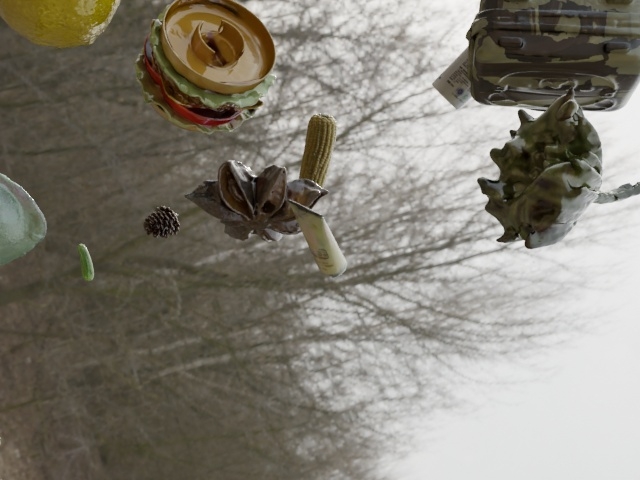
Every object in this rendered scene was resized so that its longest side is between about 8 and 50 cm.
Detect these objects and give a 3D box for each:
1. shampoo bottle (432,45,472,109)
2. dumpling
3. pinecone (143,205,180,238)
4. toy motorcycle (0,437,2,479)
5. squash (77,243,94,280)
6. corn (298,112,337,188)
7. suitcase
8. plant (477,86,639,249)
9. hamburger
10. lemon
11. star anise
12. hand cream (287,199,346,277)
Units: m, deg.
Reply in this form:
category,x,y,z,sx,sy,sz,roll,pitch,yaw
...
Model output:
category,x,y,z,sx,sy,sz,roll,pitch,yaw
shampoo bottle,0.389,-0.436,1.800,0.092,0.303,0.092,39,16,-14
dumpling,-0.634,-0.046,1.572,0.105,0.149,0.216,41,-55,40
pinecone,-0.472,-0.055,2.356,0.102,0.109,0.102,4,-82,34
toy motorcycle,-0.521,0.256,1.058,0.342,0.142,0.206,46,-24,17
squash,-0.515,0.048,1.742,0.027,0.027,0.089,110,-34,-68
corn,-0.009,-0.210,2.030,0.080,0.080,0.231,-138,-123,-65
suitcase,0.469,-0.374,1.600,0.339,0.352,0.193,59,38,-73
plant,0.416,-0.070,1.205,0.251,0.334,0.180,-63,-156,18
hamburger,-0.236,-0.341,1.603,0.212,0.275,0.274,-46,-120,49
lemon,-0.481,-0.480,1.436,0.320,0.245,0.245,-46,-119,58
star anise,-0.145,-0.077,1.759,0.315,0.315,0.108,106,-12,-66
hand cream,0.000,0.000,1.070,0.061,0.039,0.143,29,-21,37
